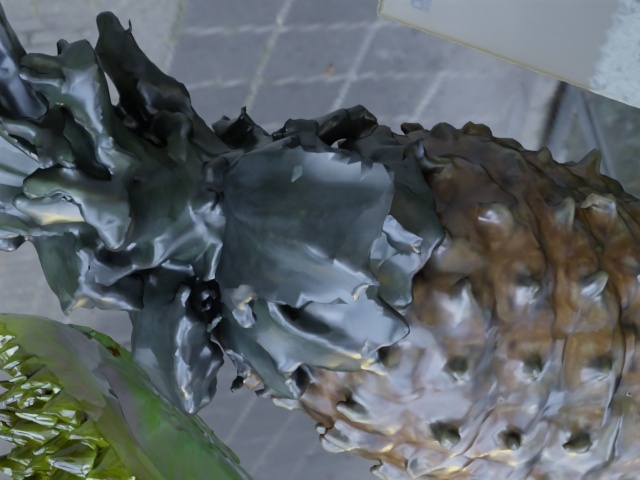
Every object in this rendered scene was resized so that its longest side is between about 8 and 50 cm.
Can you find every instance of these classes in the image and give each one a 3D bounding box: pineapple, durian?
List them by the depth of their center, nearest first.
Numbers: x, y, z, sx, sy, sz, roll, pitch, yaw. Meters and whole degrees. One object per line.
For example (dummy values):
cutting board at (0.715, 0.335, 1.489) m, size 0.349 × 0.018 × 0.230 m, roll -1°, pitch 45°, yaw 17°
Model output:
pineapple at (0.000, 0.000, 0.498) m, size 0.310 × 0.141 × 0.170 m, roll 24°, pitch 169°, yaw -30°
durian at (-0.023, 0.180, 0.715) m, size 0.157 × 0.169 × 0.355 m, roll -17°, pitch 134°, yaw 32°

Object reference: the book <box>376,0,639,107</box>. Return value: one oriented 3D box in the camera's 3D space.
book at (0.197, -0.174, 0.920) m, size 0.310 × 0.021 × 0.217 m, roll 21°, pitch 140°, yaw 8°
